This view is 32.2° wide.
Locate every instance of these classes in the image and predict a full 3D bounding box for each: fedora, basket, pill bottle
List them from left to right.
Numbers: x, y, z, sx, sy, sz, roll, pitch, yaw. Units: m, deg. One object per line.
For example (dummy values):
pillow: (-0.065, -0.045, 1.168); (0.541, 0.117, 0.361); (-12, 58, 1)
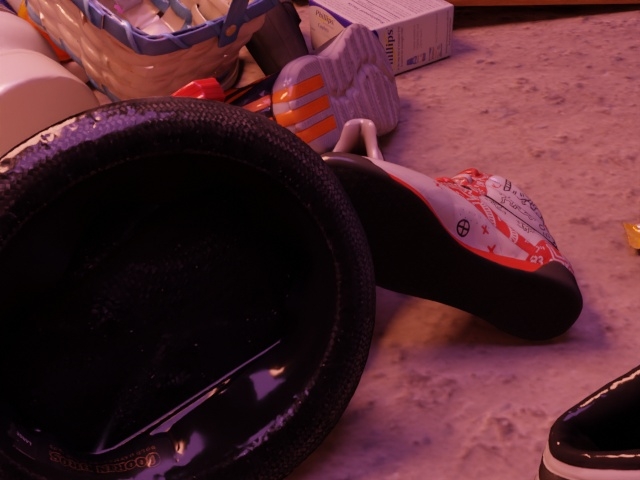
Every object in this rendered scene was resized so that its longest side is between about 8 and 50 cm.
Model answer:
pill bottle: (-0.396, -0.168, 1.138); (0.204, 0.204, 0.361); (-30, 50, -34)
fedora: (-0.132, 0.052, 0.821); (0.334, 0.334, 0.152); (-16, 7, -20)
basket: (-0.160, -0.276, 1.012); (0.201, 0.289, 0.255); (-35, 74, -31)

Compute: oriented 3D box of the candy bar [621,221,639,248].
candy bar: (0.368, -0.007, 1.049); (0.161, 0.018, 0.040); (-3, 35, 0)

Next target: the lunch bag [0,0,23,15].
lunch bag: (-0.312, -0.447, 1.513); (0.328, 0.239, 0.385); (-26, 57, -20)

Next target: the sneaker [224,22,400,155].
sneaker: (-0.039, -0.143, 1.170); (0.180, 0.124, 0.321); (-13, 6, 26)

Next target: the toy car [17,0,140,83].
toy car: (-0.262, -0.263, 1.306); (0.182, 0.159, 0.136); (-11, 22, -14)

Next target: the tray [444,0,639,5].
tray: (0.308, -0.397, 1.529); (0.411, 0.076, 0.203); (-3, 35, -14)

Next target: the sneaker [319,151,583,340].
sneaker: (0.094, -0.019, 0.944); (0.270, 0.090, 0.145); (26, 27, -18)

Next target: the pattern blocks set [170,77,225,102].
pattern blocks set: (-0.230, -0.022, 0.907); (0.325, 0.285, 0.026); (-26, 79, -13)

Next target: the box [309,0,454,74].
box: (0.075, -0.267, 1.388); (0.137, 0.072, 0.126); (-21, 40, -27)

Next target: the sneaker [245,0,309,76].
sneaker: (-0.052, -0.233, 1.355); (0.083, 0.118, 0.222); (-29, 5, 10)

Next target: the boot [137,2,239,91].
boot: (-0.151, -0.242, 1.280); (0.077, 0.165, 0.213); (9, 37, 14)

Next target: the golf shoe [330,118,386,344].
golf shoe: (0.000, 0.000, 0.969); (0.105, 0.120, 0.273); (8, 37, 10)

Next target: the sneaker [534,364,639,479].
sneaker: (0.328, 0.172, 0.582); (0.448, 0.257, 0.169); (4, 35, 8)
